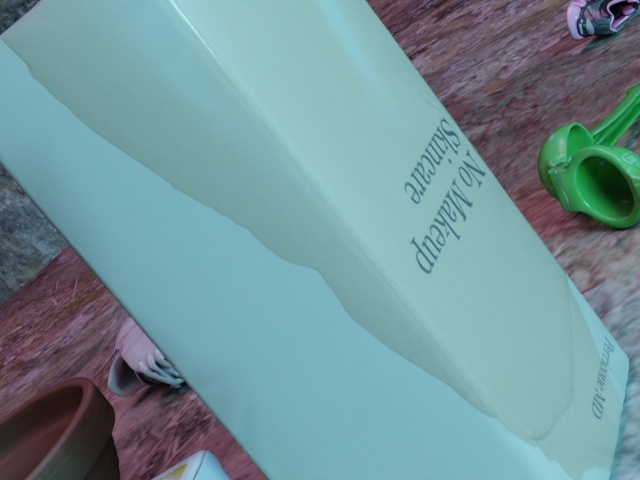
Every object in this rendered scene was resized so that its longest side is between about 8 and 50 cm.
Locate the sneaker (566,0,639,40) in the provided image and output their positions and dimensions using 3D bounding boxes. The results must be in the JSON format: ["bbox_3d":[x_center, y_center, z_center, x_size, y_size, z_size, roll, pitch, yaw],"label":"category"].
[{"bbox_3d":[0.286,-0.230,1.136,0.057,0.047,0.119,8,47,45],"label":"sneaker"}]

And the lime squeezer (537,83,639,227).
[{"bbox_3d":[0.200,-0.045,0.757,0.110,0.058,0.310,-7,15,2],"label":"lime squeezer"}]

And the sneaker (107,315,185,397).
[{"bbox_3d":[-0.116,0.087,1.077,0.235,0.090,0.094,-26,31,53],"label":"sneaker"}]

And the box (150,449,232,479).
[{"bbox_3d":[-0.106,0.207,0.558,0.203,0.114,0.103,-34,13,23],"label":"box"}]

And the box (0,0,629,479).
[{"bbox_3d":[0.000,0.000,0.539,0.121,0.311,0.148,-30,17,32],"label":"box"}]

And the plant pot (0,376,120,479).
[{"bbox_3d":[-0.221,0.215,0.842,0.237,0.109,0.237,-36,15,11],"label":"plant pot"}]
